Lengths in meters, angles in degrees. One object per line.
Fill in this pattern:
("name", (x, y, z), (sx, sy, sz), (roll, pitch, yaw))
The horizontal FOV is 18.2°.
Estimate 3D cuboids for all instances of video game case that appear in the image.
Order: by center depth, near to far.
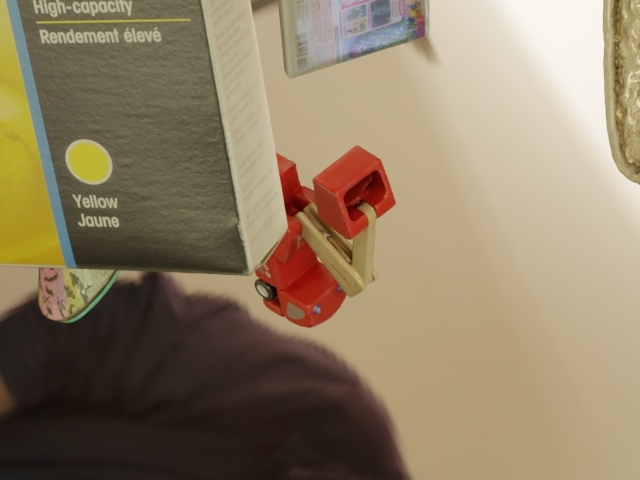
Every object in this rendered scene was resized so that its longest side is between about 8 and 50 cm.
("video game case", (0.031, -0.224, 1.811), (0.157, 0.143, 0.019), (85, -17, -51))

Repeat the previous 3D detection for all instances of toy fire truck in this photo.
("toy fire truck", (0.000, 0.000, 1.464), (0.135, 0.047, 0.192), (30, -33, 36))

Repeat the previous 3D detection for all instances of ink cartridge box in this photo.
("ink cartridge box", (-0.187, -0.129, 1.078), (0.072, 0.303, 0.307), (-57, 143, -53))

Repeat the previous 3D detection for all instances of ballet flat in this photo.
("ballet flat", (-0.164, -0.041, 1.572), (0.077, 0.221, 0.079), (20, -24, 39))

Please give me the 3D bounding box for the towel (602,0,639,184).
("towel", (0.212, -0.163, 1.059), (0.187, 0.049, 0.282), (4, 84, -51))
